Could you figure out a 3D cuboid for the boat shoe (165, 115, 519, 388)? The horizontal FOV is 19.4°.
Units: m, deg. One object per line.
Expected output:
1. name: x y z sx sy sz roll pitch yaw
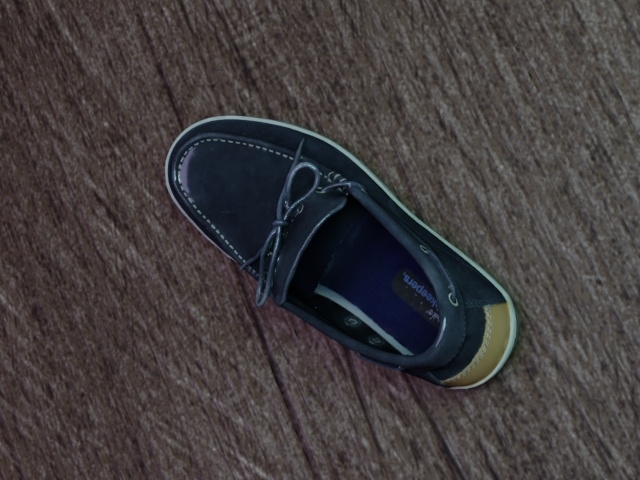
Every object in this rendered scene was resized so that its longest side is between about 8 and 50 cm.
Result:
1. boat shoe: 0.000 0.000 2.125 0.500 0.156 0.187 36 105 29
